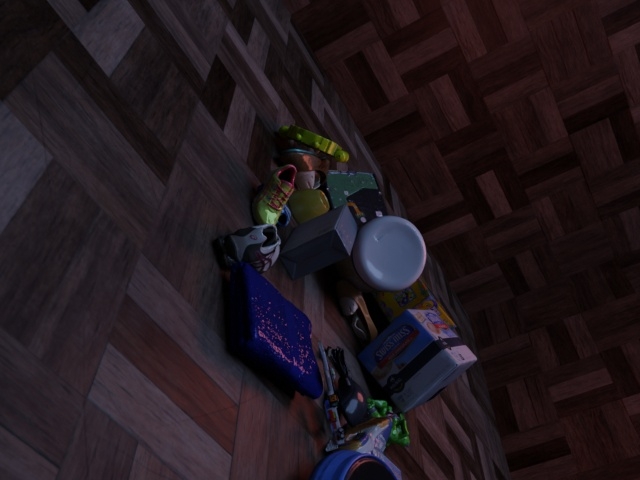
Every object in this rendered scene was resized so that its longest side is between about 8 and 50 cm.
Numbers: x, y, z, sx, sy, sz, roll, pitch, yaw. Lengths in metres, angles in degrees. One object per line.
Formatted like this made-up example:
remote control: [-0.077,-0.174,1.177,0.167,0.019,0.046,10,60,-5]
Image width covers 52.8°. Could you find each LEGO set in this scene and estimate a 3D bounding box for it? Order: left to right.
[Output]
LEGO set: [0.014,0.368,1.522,0.244,0.060,0.182,-120,-162,-75]

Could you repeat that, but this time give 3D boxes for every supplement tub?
supplement tub: [0.174,0.049,2.026,0.228,0.228,0.316,65,-14,-1]

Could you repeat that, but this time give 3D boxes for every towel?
towel: [-0.105,0.207,1.436,0.308,0.076,0.227,50,20,-46]

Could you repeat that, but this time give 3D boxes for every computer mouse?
computer mouse: [0.072,0.365,1.685,0.184,0.060,0.262,63,7,-3]

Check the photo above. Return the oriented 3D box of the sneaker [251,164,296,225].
sneaker: [-0.117,-0.123,1.716,0.081,0.094,0.208,30,56,-28]

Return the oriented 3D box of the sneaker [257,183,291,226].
sneaker: [-0.127,-0.098,1.802,0.144,0.053,0.059,53,23,-31]

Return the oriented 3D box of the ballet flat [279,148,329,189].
ballet flat: [-0.045,-0.231,2.170,0.342,0.116,0.124,-8,93,-76]

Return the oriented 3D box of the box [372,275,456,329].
box: [0.318,0.213,2.381,0.290,0.177,0.279,45,11,-49]

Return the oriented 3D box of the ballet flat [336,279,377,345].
ballet flat: [0.112,0.232,2.028,0.232,0.080,0.073,59,34,-15]

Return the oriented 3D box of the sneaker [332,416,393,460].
sneaker: [0.108,0.526,1.603,0.296,0.112,0.130,-6,84,-65]

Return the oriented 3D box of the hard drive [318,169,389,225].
hard drive: [0.129,-0.102,2.334,0.237,0.064,0.338,1,59,-28]

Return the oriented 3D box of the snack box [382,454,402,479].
snack box: [0.181,0.632,1.774,0.178,0.022,0.064,51,21,-38]

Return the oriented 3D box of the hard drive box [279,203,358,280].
hard drive box: [0.000,0.000,1.828,0.089,0.181,0.232,61,18,-14]

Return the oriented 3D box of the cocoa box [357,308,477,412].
cocoa box: [0.316,0.374,2.064,0.228,0.231,0.347,49,13,21]

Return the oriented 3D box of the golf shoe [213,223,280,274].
golf shoe: [-0.136,0.016,1.516,0.105,0.120,0.273,65,16,5]

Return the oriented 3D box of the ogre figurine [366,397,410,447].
ogre figurine: [0.196,0.525,1.845,0.197,0.097,0.118,64,2,-46]

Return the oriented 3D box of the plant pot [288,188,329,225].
plant pot: [-0.029,-0.110,2.033,0.134,0.095,0.134,55,19,-30]

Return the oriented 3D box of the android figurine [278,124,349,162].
android figurine: [-0.022,-0.328,2.169,0.248,0.056,0.273,24,7,6]

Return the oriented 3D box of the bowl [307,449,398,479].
bowl: [0.091,0.625,1.308,0.391,0.077,0.391,41,40,-46]
